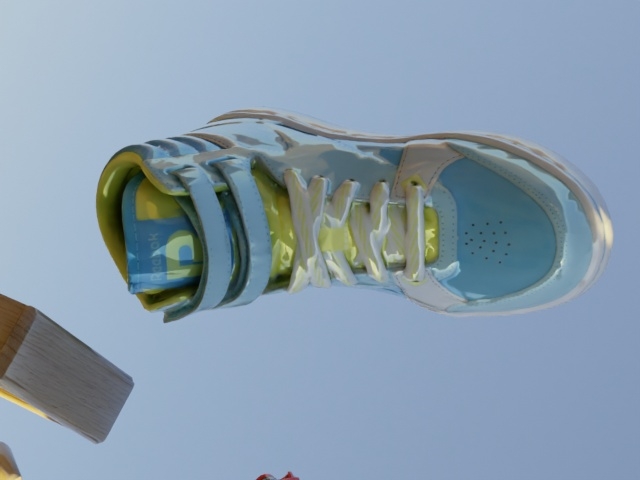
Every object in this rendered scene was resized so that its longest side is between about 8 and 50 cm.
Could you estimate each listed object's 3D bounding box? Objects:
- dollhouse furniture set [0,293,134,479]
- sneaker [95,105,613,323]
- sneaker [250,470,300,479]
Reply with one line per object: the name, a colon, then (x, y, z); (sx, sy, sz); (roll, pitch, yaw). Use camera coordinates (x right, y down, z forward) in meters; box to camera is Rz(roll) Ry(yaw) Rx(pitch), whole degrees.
dollhouse furniture set: (-0.283, 0.180, 0.899); (0.173, 0.303, 0.355); (19, -106, 31)
sneaker: (0.000, 0.000, 0.983); (0.319, 0.208, 0.127); (8, -72, 34)
sneaker: (-0.028, 0.333, 1.738); (0.270, 0.090, 0.145); (3, -77, 62)
